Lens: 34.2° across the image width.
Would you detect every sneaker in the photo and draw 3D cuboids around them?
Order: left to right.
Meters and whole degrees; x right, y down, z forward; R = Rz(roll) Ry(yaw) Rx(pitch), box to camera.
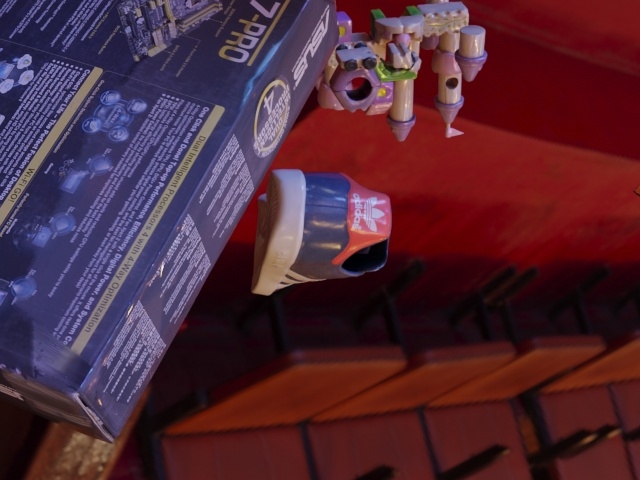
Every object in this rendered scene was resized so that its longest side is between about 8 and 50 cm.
[{"bbox_3d":[0.000,0.000,1.218,0.148,0.131,0.350,4,175,-8],"label":"sneaker"}]

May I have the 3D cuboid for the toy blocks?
[{"bbox_3d":[0.130,-0.275,1.826,0.289,0.309,0.260,-7,125,-10],"label":"toy blocks"}]

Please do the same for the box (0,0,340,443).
[{"bbox_3d":[-0.206,-0.085,0.796,0.097,0.318,0.395,74,37,-57],"label":"box"}]

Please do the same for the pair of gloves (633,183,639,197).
[{"bbox_3d":[0.351,-0.058,1.019,0.010,0.083,0.074,39,103,-26],"label":"pair of gloves"}]
